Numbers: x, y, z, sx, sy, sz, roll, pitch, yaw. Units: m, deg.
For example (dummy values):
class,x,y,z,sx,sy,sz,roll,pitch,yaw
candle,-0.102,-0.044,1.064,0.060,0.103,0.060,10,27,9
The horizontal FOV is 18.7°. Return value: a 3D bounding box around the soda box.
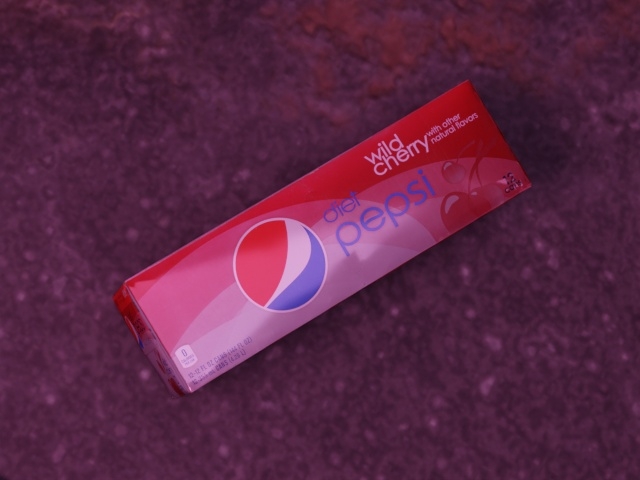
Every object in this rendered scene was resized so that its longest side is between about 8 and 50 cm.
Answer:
class,x,y,z,sx,sy,sz,roll,pitch,yaw
soda box,0.000,0.000,1.254,0.263,0.092,0.083,-31,89,-14
